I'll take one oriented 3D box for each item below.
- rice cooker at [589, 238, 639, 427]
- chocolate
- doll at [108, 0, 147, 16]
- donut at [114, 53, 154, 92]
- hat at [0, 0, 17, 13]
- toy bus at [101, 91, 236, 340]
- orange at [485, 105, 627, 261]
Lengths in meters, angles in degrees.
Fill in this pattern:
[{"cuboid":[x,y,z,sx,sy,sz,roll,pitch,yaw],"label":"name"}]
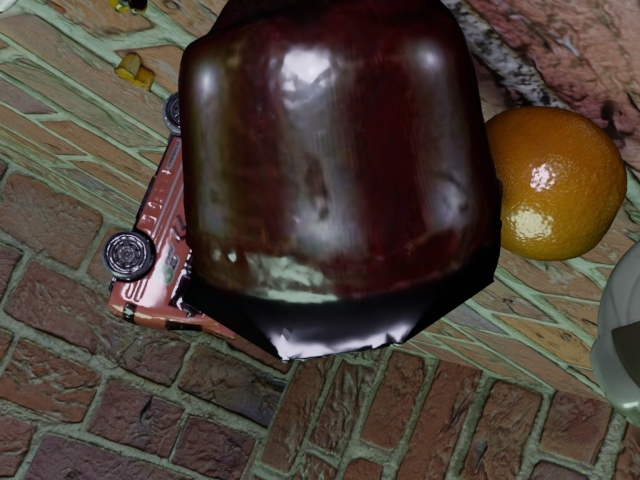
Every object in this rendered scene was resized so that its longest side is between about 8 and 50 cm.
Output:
[{"cuboid":[0.544,0.139,1.169,0.335,0.335,0.325,14,166,34],"label":"rice cooker"},{"cuboid":[0.005,-0.116,0.920,0.383,0.383,0.331,13,128,38],"label":"chocolate"},{"cuboid":[-0.239,-0.352,1.012,0.103,0.145,0.316,-12,-178,-14],"label":"doll"},{"cuboid":[-0.320,-0.295,1.522,0.083,0.038,0.067,25,166,-32],"label":"donut"},{"cuboid":[-0.353,-0.407,0.930,0.258,0.168,0.301,59,176,-26],"label":"hat"},{"cuboid":[-0.185,-0.051,1.413,0.233,0.427,0.203,21,169,-3],"label":"toy bus"},{"cuboid":[0.271,-0.072,1.070,0.206,0.206,0.206,22,168,5],"label":"orange"}]
